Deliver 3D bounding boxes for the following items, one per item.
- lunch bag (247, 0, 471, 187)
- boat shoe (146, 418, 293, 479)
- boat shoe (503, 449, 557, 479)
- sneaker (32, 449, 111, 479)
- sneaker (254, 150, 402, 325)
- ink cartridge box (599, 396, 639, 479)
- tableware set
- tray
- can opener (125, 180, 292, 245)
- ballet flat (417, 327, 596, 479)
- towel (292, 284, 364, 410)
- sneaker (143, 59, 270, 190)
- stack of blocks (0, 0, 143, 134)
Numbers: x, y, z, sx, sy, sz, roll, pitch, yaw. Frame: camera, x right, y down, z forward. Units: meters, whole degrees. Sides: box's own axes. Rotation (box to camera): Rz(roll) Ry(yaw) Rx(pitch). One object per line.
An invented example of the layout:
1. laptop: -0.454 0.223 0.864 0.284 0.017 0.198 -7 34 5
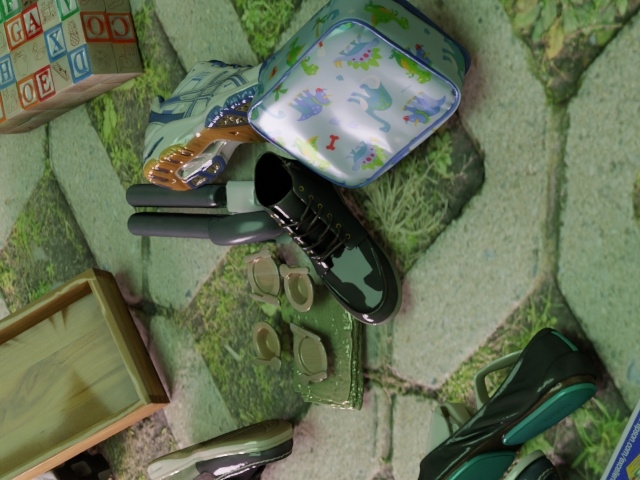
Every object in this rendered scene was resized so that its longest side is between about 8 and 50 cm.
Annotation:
1. lunch bag: 0.041 -0.160 1.604 0.219 0.176 0.090 -41 25 43
2. boat shoe: -0.117 0.289 1.883 0.285 0.103 0.092 -25 84 48
3. boat shoe: 0.204 0.333 1.563 0.079 0.095 0.254 37 122 37
4. sneaker: -0.425 0.284 2.171 0.146 0.122 0.330 -50 62 36
5. sneaker: 0.000 0.000 1.685 0.083 0.118 0.222 -41 65 16
6. ink cartridge box: 0.379 0.324 1.408 0.307 0.072 0.304 38 120 32
7. tableware set: -0.043 0.089 1.783 0.141 0.020 0.169 5 105 52
8. tray: -0.425 0.225 2.058 0.411 0.076 0.203 -29 76 11
9. can opener: -0.147 -0.034 1.857 0.283 0.095 0.076 2 97 39
10. ballet flat: 0.177 0.193 1.580 0.280 0.095 0.096 -47 54 28
11. towel: 0.010 0.124 1.775 0.110 0.027 0.148 6 102 46
12. sneaker: -0.108 -0.174 1.790 0.296 0.112 0.131 -25 57 33
13. stack of blocks: -0.377 -0.264 2.060 0.297 0.087 0.171 -17 84 45
